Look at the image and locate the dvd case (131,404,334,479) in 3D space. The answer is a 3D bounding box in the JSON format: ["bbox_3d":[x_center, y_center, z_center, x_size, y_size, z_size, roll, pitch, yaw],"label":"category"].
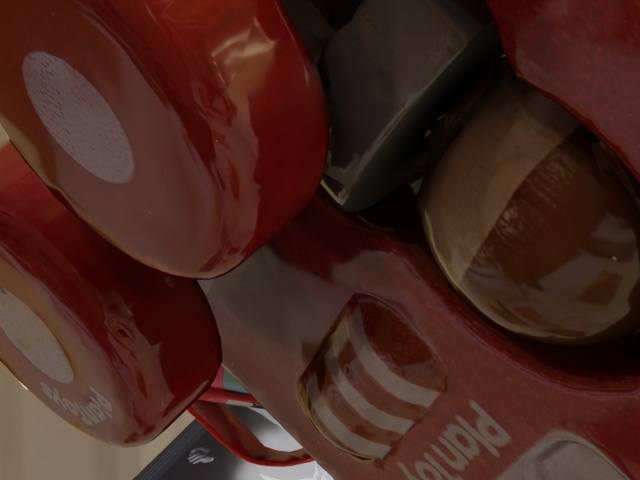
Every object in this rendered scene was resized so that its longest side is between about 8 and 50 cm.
[{"bbox_3d":[-0.007,0.181,1.023,0.238,0.179,0.029,22,-41,33],"label":"dvd case"}]

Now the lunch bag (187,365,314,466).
[{"bbox_3d":[0.000,0.000,0.836,0.293,0.120,0.258,11,-80,15],"label":"lunch bag"}]

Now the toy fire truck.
[{"bbox_3d":[0.040,0.003,0.428,0.254,0.169,0.302,44,-29,7],"label":"toy fire truck"}]
